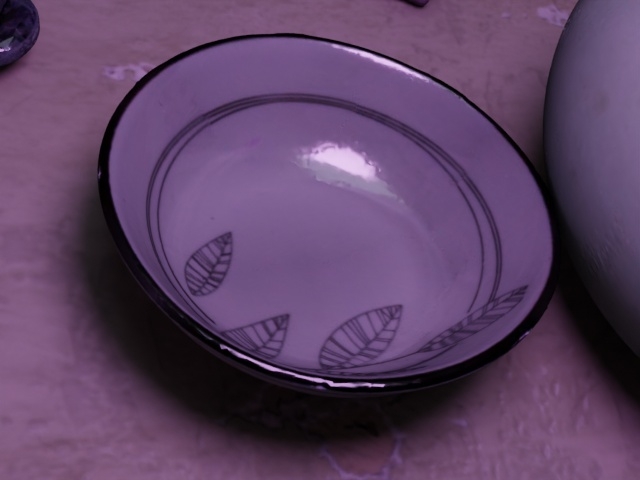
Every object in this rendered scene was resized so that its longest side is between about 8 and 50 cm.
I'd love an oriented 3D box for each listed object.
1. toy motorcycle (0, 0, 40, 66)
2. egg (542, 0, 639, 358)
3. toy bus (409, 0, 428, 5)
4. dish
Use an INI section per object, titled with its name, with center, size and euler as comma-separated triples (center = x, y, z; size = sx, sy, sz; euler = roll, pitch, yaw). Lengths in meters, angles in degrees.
[toy motorcycle]
center = -0.321, -0.133, 1.024
size = 0.213, 0.125, 0.358
euler = 13, 47, 3
[egg]
center = 0.297, -0.048, 1.046
size = 0.276, 0.276, 0.388
euler = -2, 56, -19
[toy bus]
center = 0.025, -0.282, 1.266
size = 0.199, 0.096, 0.108
euler = 25, 54, -2
[dish]
center = 0.000, 0.000, 1.027
size = 0.317, 0.106, 0.316
euler = 10, 48, -11
